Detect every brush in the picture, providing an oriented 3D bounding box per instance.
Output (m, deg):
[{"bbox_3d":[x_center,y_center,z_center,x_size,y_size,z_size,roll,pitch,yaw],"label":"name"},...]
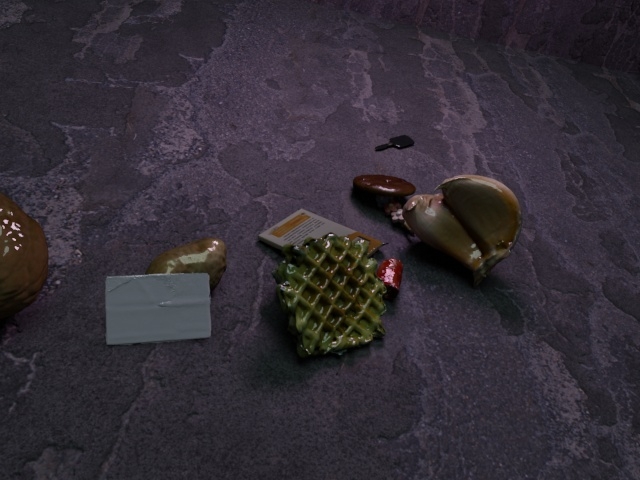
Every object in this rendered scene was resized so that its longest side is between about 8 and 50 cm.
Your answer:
[{"bbox_3d":[0.280,-0.372,2.100,0.193,0.016,0.063,-19,51,-34],"label":"brush"}]

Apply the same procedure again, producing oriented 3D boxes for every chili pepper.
[{"bbox_3d":[0.190,0.103,1.497,0.070,0.073,0.123,51,37,-23],"label":"chili pepper"}]

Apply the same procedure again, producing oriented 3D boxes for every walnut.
[{"bbox_3d":[-0.730,0.031,1.147,0.252,0.277,0.313,-35,45,3],"label":"walnut"}]

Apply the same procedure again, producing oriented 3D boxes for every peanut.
[{"bbox_3d":[-0.329,0.079,1.325,0.253,0.122,0.137,-24,63,-33],"label":"peanut"}]

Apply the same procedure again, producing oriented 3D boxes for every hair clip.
[{"bbox_3d":[0.235,-0.097,1.748,0.062,0.056,0.214,-34,54,-3],"label":"hair clip"}]

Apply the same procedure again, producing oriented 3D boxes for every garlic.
[{"bbox_3d":[0.412,-0.049,1.584,0.313,0.286,0.249,45,54,9],"label":"garlic"}]

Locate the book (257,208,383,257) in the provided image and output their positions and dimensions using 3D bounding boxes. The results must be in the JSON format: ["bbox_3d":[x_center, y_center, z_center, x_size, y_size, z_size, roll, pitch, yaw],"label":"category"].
[{"bbox_3d":[0.000,0.000,1.544,0.295,0.020,0.208,24,38,28],"label":"book"}]

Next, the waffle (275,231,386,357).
[{"bbox_3d":[0.031,0.128,1.328,0.317,0.073,0.298,-5,81,-37],"label":"waffle"}]

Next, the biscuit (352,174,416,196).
[{"bbox_3d":[0.210,-0.183,1.796,0.212,0.036,0.212,5,19,-2],"label":"biscuit"}]

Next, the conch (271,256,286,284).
[{"bbox_3d":[-0.055,0.101,1.398,0.153,0.102,0.135,35,18,-28],"label":"conch"}]

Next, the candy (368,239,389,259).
[{"bbox_3d":[0.103,0.040,1.554,0.226,0.051,0.094,-26,52,-38],"label":"candy"}]

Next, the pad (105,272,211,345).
[{"bbox_3d":[-0.363,0.153,1.234,0.231,0.004,0.157,-1,87,-17],"label":"pad"}]
